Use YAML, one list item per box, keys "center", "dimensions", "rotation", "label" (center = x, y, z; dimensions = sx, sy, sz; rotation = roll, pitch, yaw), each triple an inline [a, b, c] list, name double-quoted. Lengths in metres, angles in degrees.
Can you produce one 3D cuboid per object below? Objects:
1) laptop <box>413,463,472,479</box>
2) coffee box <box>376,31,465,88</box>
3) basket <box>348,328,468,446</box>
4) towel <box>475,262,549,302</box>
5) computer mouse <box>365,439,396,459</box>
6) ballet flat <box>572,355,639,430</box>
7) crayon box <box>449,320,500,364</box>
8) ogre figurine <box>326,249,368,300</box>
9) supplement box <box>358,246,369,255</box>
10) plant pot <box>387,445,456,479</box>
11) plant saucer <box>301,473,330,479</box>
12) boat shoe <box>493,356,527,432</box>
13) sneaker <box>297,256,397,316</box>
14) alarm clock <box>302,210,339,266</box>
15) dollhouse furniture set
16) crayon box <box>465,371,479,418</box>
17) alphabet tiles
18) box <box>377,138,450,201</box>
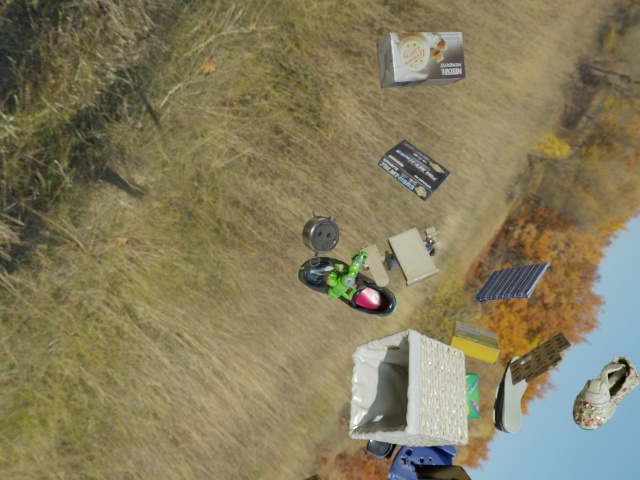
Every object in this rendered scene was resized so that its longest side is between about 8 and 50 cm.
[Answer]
- center: [0.440, 0.815, 1.400]
  dimensions: [0.136, 0.264, 0.234]
  rotation: [-37, 162, -3]
  label: "laptop"
- center: [0.306, -0.547, 1.333]
  dimensions: [0.246, 0.141, 0.098]
  rotation: [-9, -172, -18]
  label: "coffee box"
- center: [0.296, 0.517, 1.503]
  dimensions: [0.328, 0.266, 0.332]
  rotation: [-36, -140, 50]
  label: "basket"
- center: [0.965, 0.218, 2.220]
  dimensions: [0.243, 0.040, 0.336]
  rotation: [-44, -170, -27]
  label: "towel"
- center: [0.295, 0.830, 1.834]
  dimensions: [0.184, 0.060, 0.262]
  rotation: [-55, 138, -11]
  label: "computer mouse"
- center: [0.660, 0.346, 1.026]
  dimensions: [0.240, 0.091, 0.077]
  rotation: [-24, 103, -32]
  label: "ballet flat"
- center: [0.703, 0.467, 2.010]
  dimensions: [0.323, 0.202, 0.083]
  rotation: [-2, 108, -71]
  label: "crayon box"
- center: [0.078, 0.116, 1.367]
  dimensions: [0.197, 0.097, 0.118]
  rotation: [-22, -150, 44]
  label: "ogre figurine"
- center: [0.206, 0.057, 1.870]
  dimensions: [0.083, 0.055, 0.043]
  rotation: [2, 117, -54]
  label: "supplement box"
- center: [0.413, 0.892, 1.758]
  dimensions: [0.212, 0.235, 0.236]
  rotation: [-62, 162, -25]
  label: "plant pot"
- center: [-0.087, 0.777, 1.246]
  dimensions: [0.332, 0.081, 0.333]
  rotation: [-17, 169, -13]
  label: "plant saucer"
- center: [0.764, 0.622, 1.788]
  dimensions: [0.303, 0.114, 0.091]
  rotation: [-65, -169, -25]
  label: "boat shoe"
- center: [0.128, 0.201, 1.973]
  dimensions: [0.202, 0.481, 0.186]
  rotation: [58, 52, -86]
  label: "sneaker"
- center: [0.000, 0.000, 1.545]
  dimensions: [0.129, 0.064, 0.192]
  rotation: [10, 99, -30]
  label: "alarm clock"
- center: [0.311, 0.111, 1.630]
  dimensions: [0.302, 0.174, 0.356]
  rotation: [-21, 160, -2]
  label: "dollhouse furniture set"
- center: [0.545, 0.616, 1.777]
  dimensions: [0.278, 0.081, 0.166]
  rotation: [110, -17, -76]
  label: "crayon box"
- center: [0.657, 0.356, 1.313]
  dimensions: [0.198, 0.009, 0.237]
  rotation: [-40, 169, 17]
  label: "alphabet tiles"
- center: [0.459, -0.349, 2.130]
  dimensions: [0.293, 0.295, 0.073]
  rotation: [-39, 165, -50]
  label: "box"
